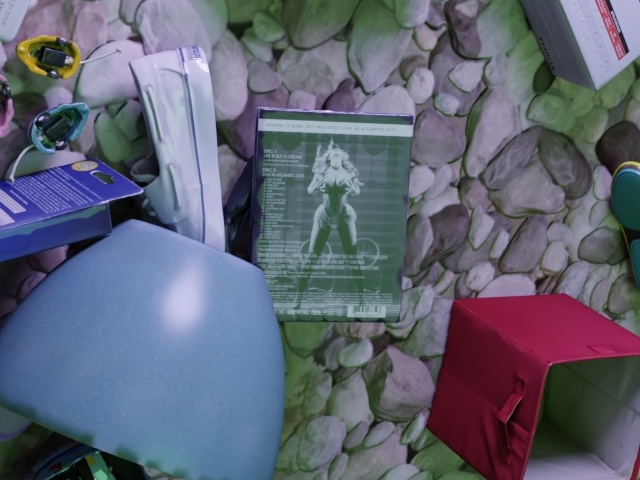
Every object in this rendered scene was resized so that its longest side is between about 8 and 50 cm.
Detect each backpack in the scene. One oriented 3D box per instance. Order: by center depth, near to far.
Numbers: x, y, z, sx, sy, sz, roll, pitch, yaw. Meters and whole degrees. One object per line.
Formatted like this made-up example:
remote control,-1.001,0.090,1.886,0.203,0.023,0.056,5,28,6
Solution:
backpack,-0.246,0.282,1.404,0.158,0.117,0.173,-31,124,-17

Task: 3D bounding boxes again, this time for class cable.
cable,-0.034,-0.006,1.430,0.150,0.047,0.185,25,93,-16

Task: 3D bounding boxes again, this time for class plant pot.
plant pot,-0.151,0.094,1.256,0.290,0.290,0.195,25,84,-37

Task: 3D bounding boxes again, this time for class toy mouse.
toy mouse,-0.276,-0.125,1.264,0.161,0.031,0.143,5,107,-33

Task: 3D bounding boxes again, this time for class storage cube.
storage cube,0.268,0.183,1.636,0.215,0.193,0.184,-2,111,-30

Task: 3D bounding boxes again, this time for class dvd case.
dvd case,0.009,-0.024,1.403,0.164,0.018,0.221,1,100,-12

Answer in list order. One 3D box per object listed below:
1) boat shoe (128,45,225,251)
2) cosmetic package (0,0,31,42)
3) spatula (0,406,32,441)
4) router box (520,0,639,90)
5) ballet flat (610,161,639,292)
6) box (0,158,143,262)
boat shoe,-0.147,-0.065,1.345,0.084,0.095,0.258,-9,111,-14
cosmetic package,-0.324,-0.274,1.095,0.183,0.151,0.151,19,100,-35
spatula,-0.225,0.104,1.395,0.296,0.030,0.084,-31,125,-18
router box,0.333,-0.387,1.499,0.301,0.082,0.335,-40,126,-12
ballet flat,0.423,-0.024,1.728,0.077,0.077,0.231,-48,133,-33
box,-0.285,-0.021,1.236,0.225,0.136,0.037,-17,115,-25
